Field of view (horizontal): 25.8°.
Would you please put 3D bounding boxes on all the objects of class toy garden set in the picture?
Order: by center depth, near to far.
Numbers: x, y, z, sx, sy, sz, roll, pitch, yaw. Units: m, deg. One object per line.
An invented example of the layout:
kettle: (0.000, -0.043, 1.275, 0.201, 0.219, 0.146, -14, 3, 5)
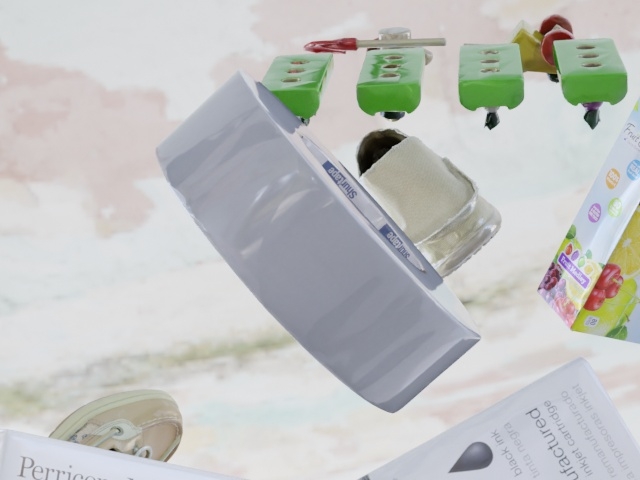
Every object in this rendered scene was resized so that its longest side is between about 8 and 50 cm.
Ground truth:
toy garden set: (0.089, -0.116, 1.015, 0.244, 0.204, 0.049, -2, -70, 7)

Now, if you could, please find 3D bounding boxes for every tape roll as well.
tape roll: (0.000, 0.000, 0.849, 0.072, 0.219, 0.219, -43, -34, 6)

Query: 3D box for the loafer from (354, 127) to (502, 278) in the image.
loafer: (0.086, -0.041, 1.324, 0.102, 0.268, 0.092, -43, -69, -1)

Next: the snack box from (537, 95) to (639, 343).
snack box: (0.307, -0.012, 1.175, 0.174, 0.070, 0.207, 13, -66, -30)

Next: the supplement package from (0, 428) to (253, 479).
supplement package: (-0.153, 0.269, 0.770, 0.177, 0.293, 0.175, 17, -22, -30)

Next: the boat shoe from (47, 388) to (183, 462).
boat shoe: (-0.214, 0.222, 1.216, 0.285, 0.089, 0.105, -29, -45, -43)

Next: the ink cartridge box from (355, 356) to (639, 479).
ink cartridge box: (0.110, 0.320, 1.161, 0.394, 0.285, 0.166, -27, -13, -15)
